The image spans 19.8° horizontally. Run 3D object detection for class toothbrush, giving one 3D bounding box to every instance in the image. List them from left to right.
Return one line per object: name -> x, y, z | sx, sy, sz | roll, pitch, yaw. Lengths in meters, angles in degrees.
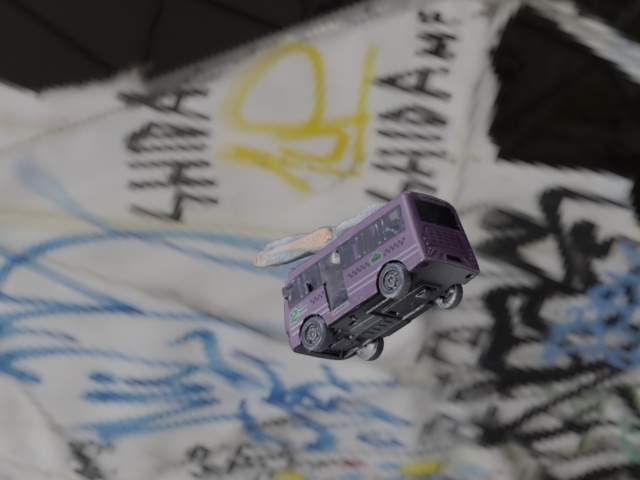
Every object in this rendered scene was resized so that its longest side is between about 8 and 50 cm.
toothbrush -> 0.000, 0.000, 1.819 | 0.375, 0.037, 0.028 | 162, 119, -66

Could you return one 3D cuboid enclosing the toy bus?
toy bus -> 0.048, 0.035, 1.628 | 0.087, 0.098, 0.178 | 13, -39, -45
